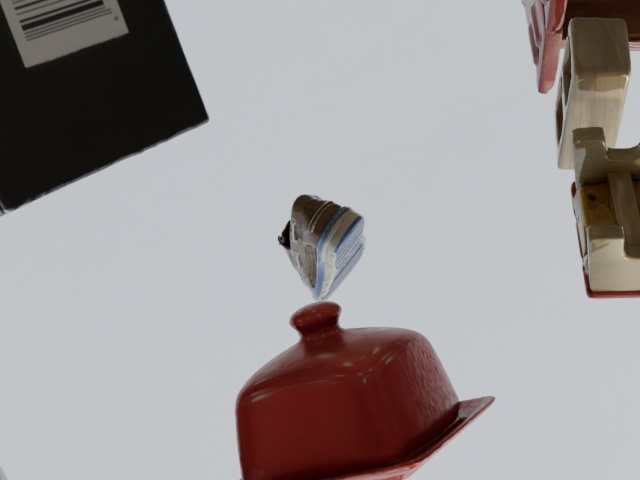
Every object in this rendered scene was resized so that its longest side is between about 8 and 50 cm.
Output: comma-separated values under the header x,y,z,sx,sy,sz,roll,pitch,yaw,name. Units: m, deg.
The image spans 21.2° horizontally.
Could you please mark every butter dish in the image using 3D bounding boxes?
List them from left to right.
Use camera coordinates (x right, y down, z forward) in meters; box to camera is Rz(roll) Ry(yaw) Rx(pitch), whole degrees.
x,y,z,sx,sy,sz,roll,pitch,yaw,name
0.012,0.098,1.126,0.160,0.118,0.160,-16,-176,27,butter dish

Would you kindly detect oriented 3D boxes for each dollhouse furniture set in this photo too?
x,y,z,sx,sy,sz,roll,pitch,yaw,name
0.274,-0.112,1.311,0.201,0.152,0.374,-2,-124,-1,dollhouse furniture set

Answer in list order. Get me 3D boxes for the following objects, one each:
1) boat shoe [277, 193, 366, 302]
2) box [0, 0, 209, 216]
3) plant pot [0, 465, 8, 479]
x,y,z,sx,sy,sz,roll,pitch,yaw,name
0.000,0.000,1.547,0.066,0.183,0.066,36,-110,9,boat shoe
-0.323,-0.146,1.202,0.395,0.293,0.212,-14,-170,42,box
-0.310,0.204,1.166,0.276,0.254,0.276,-24,-152,13,plant pot
